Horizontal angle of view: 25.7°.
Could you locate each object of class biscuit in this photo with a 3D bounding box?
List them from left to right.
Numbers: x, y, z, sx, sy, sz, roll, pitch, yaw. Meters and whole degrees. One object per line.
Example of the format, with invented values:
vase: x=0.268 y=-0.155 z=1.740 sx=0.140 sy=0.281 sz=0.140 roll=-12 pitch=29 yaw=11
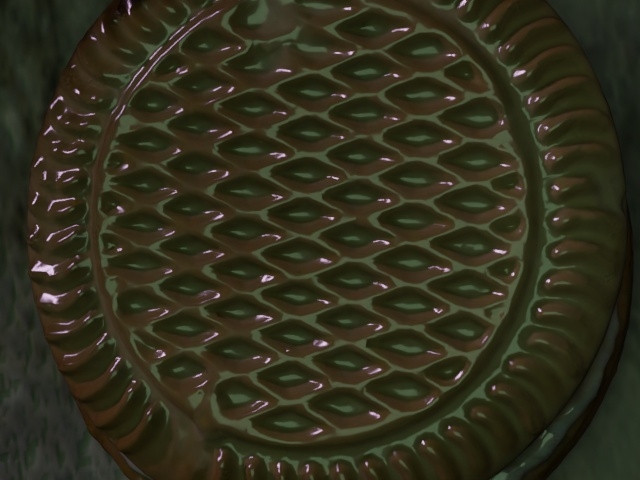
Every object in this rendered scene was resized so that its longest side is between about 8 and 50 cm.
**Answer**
biscuit: x=0.000 y=0.000 z=0.554 sx=0.259 sy=0.079 sz=0.259 roll=-1 pitch=86 yaw=14
